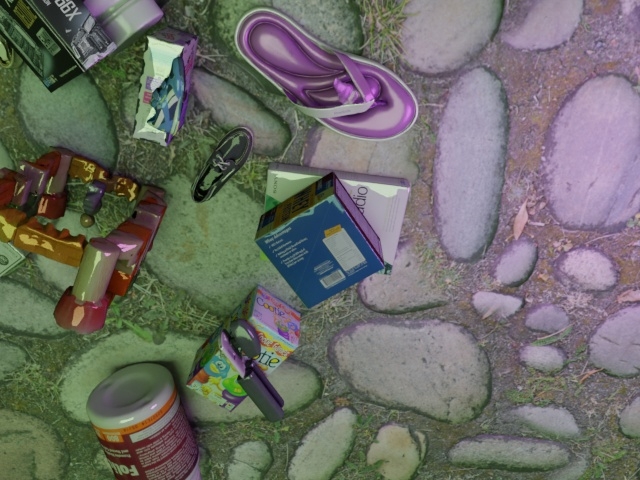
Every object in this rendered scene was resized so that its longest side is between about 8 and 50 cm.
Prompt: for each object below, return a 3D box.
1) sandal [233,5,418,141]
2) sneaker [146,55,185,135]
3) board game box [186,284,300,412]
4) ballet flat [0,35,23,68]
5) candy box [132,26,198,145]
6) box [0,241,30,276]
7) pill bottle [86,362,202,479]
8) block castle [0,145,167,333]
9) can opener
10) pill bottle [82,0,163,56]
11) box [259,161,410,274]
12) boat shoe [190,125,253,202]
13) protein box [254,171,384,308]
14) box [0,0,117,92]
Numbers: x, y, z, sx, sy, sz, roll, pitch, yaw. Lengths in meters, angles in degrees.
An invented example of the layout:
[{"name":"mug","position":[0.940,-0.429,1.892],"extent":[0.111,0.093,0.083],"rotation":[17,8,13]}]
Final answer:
[{"name":"sandal","position":[0.009,-0.317,1.123],"extent":[0.416,0.102,0.169],"rotation":[25,114,-12]},{"name":"sneaker","position":[-0.277,-0.262,0.997],"extent":[0.059,0.053,0.144],"rotation":[12,115,-15]},{"name":"board game box","position":[-0.192,0.275,1.397],"extent":[0.144,0.142,0.275],"rotation":[36,111,-16]},{"name":"ballet flat","position":[-0.640,-0.428,1.100],"extent":[0.057,0.052,0.168],"rotation":[-7,116,6]},{"name":"candy box","position":[-0.305,-0.309,1.095],"extent":[0.070,0.164,0.196],"rotation":[14,116,-8]},{"name":"box","position":[-0.841,0.037,1.314],"extent":[0.290,0.087,0.169],"rotation":[-34,112,15]},{"name":"pill bottle","position":[-0.458,0.550,1.491],"extent":[0.224,0.224,0.392],"rotation":[-8,116,4]},{"name":"block castle","position":[-0.501,-0.005,1.095],"extent":[0.303,0.453,0.212],"rotation":[22,107,-11]},{"name":"can opener","position":[-0.154,0.312,1.293],"extent":[0.093,0.074,0.280],"rotation":[-21,116,10]},{"name":"pill bottle","position":[-0.436,-0.493,1.007],"extent":[0.161,0.161,0.283],"rotation":[-33,112,15]},{"name":"box","position":[0.027,-0.047,1.283],"extent":[0.322,0.058,0.232],"rotation":[7,116,-1]},{"name":"boat shoe","position":[-0.219,-0.161,1.223],"extent":[0.075,0.065,0.206],"rotation":[37,111,-16]},{"name":"protein box","position":[0.000,0.000,1.200],"extent":[0.200,0.136,0.201],"rotation":[-30,112,15]},{"name":"box","position":[-0.508,-0.400,0.977],"extent":[0.076,0.307,0.242],"rotation":[-47,120,-21]}]
